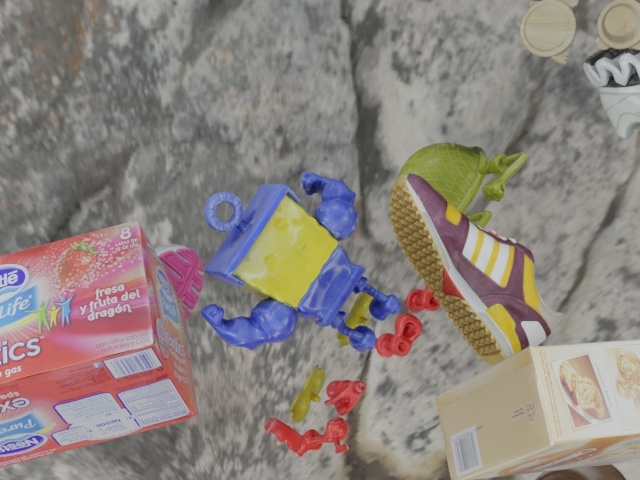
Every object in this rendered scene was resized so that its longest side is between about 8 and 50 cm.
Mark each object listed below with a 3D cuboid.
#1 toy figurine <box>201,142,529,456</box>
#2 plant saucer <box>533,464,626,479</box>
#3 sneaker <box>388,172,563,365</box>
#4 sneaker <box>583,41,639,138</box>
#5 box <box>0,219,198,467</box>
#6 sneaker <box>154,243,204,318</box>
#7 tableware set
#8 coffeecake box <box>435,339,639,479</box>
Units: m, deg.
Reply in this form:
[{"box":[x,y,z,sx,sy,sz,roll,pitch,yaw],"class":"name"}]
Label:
[{"box":[0.000,0.000,1.200,0.217,0.191,0.362,35,80,-12],"class":"toy figurine"},{"box":[0.290,0.349,1.514,0.036,0.199,0.198,30,74,-31],"class":"plant saucer"},{"box":[0.132,0.014,1.083,0.084,0.069,0.185,-31,90,-20],"class":"sneaker"},{"box":[0.445,-0.182,1.438,0.110,0.292,0.118,-29,108,-39],"class":"sneaker"},{"box":[-0.282,0.112,1.184,0.300,0.154,0.142,-15,54,4],"class":"box"},{"box":[-0.260,0.087,1.564,0.252,0.111,0.103,-38,121,-13],"class":"sneaker"},{"box":[0.290,-0.275,1.374,0.141,0.020,0.168,6,90,29],"class":"tableware set"},{"box":[0.198,0.118,0.884,0.186,0.142,0.068,-2,71,-22],"class":"coffeecake box"}]
